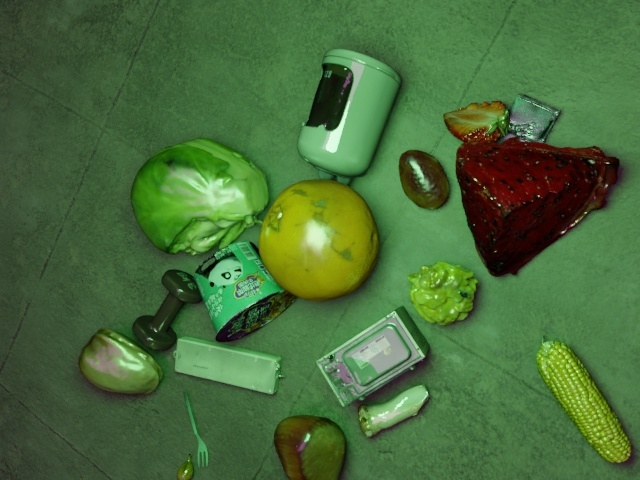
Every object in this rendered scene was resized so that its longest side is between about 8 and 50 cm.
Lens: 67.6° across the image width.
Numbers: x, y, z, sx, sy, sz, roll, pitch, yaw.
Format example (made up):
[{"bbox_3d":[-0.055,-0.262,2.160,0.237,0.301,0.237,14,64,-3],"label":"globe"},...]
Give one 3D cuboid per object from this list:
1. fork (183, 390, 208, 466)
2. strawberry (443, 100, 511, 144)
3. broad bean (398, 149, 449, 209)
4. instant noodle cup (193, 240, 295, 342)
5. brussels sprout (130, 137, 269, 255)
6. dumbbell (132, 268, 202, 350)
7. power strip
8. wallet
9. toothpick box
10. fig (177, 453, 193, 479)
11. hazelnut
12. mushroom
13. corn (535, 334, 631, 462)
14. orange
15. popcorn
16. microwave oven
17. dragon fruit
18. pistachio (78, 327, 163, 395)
[{"bbox_3d":[-0.384,0.577,1.474,0.039,0.021,0.236,-17,84,13],"label":"fork"},{"bbox_3d":[0.379,-0.282,1.177,0.187,0.146,0.082,29,145,47],"label":"strawberry"},{"bbox_3d":[0.264,-0.157,1.229,0.114,0.084,0.165,-20,91,33],"label":"broad bean"},{"bbox_3d":[-0.218,0.132,1.312,0.251,0.251,0.190,-39,71,14],"label":"instant noodle cup"},{"bbox_3d":[-0.336,-0.127,1.320,0.370,0.276,0.315,-16,89,17],"label":"brussels sprout"},{"bbox_3d":[-0.454,0.208,1.436,0.140,0.124,0.226,38,101,23],"label":"dumbbell"},{"bbox_3d":[-0.273,0.370,1.424,0.366,0.043,0.106,8,93,18],"label":"power strip"},{"bbox_3d":[0.497,-0.266,1.178,0.111,0.030,0.166,31,98,18],"label":"wallet"},{"bbox_3d":[0.070,-0.298,1.233,0.228,0.229,0.317,22,99,17],"label":"toothpick box"},{"bbox_3d":[-0.410,0.698,1.470,0.050,0.050,0.084,12,84,17],"label":"fig"},{"bbox_3d":[-0.023,0.557,1.284,0.186,0.210,0.210,-29,81,-8],"label":"hazelnut"},{"bbox_3d":[0.194,0.444,1.264,0.209,0.071,0.084,-29,50,13],"label":"mushroom"},{"bbox_3d":[0.603,0.368,1.111,0.101,0.101,0.311,-32,81,15],"label":"corn"},{"bbox_3d":[0.000,0.000,1.200,0.311,0.312,0.313,0,90,18],"label":"orange"},{"bbox_3d":[0.306,0.125,1.182,0.173,0.142,0.174,1,94,23],"label":"popcorn"},{"bbox_3d":[0.139,0.293,1.215,0.240,0.194,0.145,-35,82,13],"label":"microwave oven"},{"bbox_3d":[0.492,-0.112,1.143,0.329,0.286,0.228,-27,48,-5],"label":"dragon fruit"},{"bbox_3d":[-0.623,0.395,1.485,0.260,0.163,0.213,35,122,1],"label":"pistachio"}]
